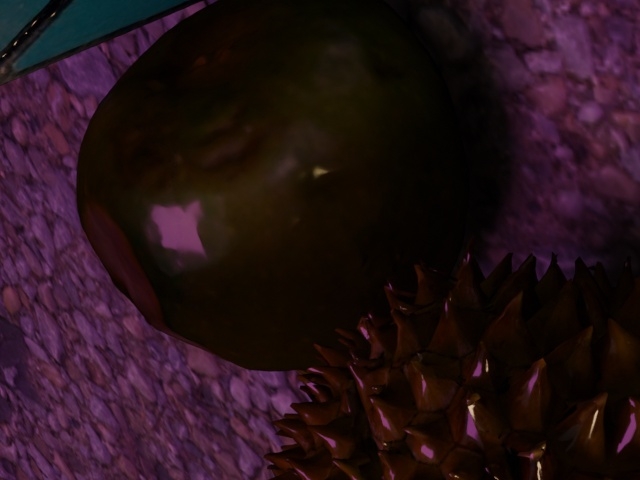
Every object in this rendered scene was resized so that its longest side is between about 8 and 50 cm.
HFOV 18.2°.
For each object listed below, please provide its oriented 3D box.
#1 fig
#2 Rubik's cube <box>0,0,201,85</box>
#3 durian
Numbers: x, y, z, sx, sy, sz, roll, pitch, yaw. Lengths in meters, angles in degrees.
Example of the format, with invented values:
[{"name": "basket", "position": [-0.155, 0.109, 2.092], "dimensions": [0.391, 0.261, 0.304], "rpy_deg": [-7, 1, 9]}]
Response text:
[{"name": "fig", "position": [0.000, 0.000, 1.080], "dimensions": [0.206, 0.206, 0.275], "rpy_deg": [25, 156, 49]}, {"name": "Rubik's cube", "position": [-0.125, -0.263, 0.946], "dimensions": [0.255, 0.259, 0.260], "rpy_deg": [49, 151, 21]}, {"name": "durian", "position": [0.120, 0.199, 0.912], "dimensions": [0.347, 0.347, 0.384], "rpy_deg": [100, 162, -49]}]
